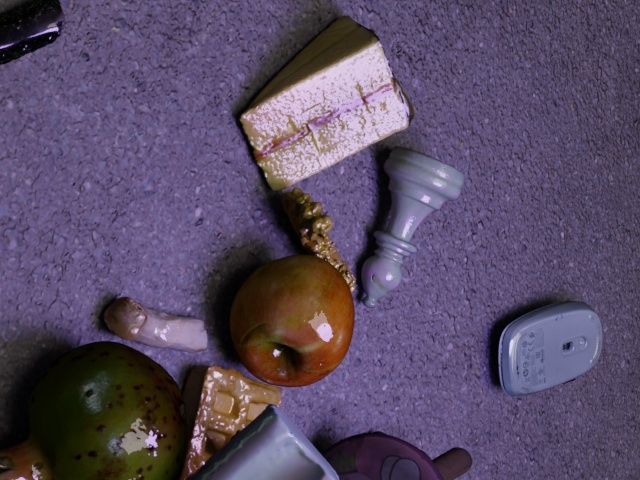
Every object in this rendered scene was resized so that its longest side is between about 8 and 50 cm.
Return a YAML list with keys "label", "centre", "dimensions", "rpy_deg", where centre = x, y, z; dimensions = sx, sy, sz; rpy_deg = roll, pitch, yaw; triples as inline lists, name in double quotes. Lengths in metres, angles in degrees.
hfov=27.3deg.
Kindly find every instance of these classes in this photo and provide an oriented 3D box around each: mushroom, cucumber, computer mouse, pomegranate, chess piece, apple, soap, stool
- label: "mushroom"
  centre: [-0.226, 0.127, 1.891]
  dimensions: [0.202, 0.054, 0.059]
  rpy_deg: [23, 77, -51]
- label: "cucumber"
  centre: [-0.422, -0.240, 1.621]
  dimensions: [0.245, 0.067, 0.067]
  rpy_deg: [-31, 117, -38]
- label: "computer mouse"
  centre: [0.439, 0.205, 2.586]
  dimensions: [0.288, 0.097, 0.160]
  rpy_deg: [-13, 107, -34]
- label: "pomegranate"
  centre: [-0.313, 0.243, 1.715]
  dimensions: [0.285, 0.231, 0.231]
  rpy_deg: [3, 94, -21]
- label: "chess piece"
  centre: [0.134, -0.012, 2.219]
  dimensions: [0.139, 0.139, 0.272]
  rpy_deg: [23, 89, -46]
- label: "apple"
  centre: [-0.039, 0.116, 1.991]
  dimensions: [0.196, 0.196, 0.196]
  rpy_deg: [-9, 102, -46]
- label: "soap"
  centre: [-0.177, 0.421, 1.744]
  dimensions: [0.446, 0.261, 0.156]
  rpy_deg: [-43, 89, -3]
- label: "stool"
  centre: [0.120, 0.441, 2.175]
  dimensions: [0.178, 0.272, 0.272]
  rpy_deg: [-4, 99, -63]

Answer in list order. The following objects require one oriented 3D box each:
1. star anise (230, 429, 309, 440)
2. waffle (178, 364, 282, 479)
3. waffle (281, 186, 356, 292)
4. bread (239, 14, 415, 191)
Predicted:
- label: "star anise"
  centre: [-0.066, 0.371, 1.967]
  dimensions: [0.212, 0.111, 0.196]
  rpy_deg: [59, 27, 3]
- label: "waffle"
  centre: [-0.158, 0.330, 1.986]
  dimensions: [0.168, 0.057, 0.274]
  rpy_deg: [22, 79, -46]
- label: "waffle"
  centre: [-0.003, 0.001, 2.050]
  dimensions: [0.051, 0.149, 0.194]
  rpy_deg: [-29, 125, -6]
- label: "bread"
  centre: [-0.011, -0.221, 2.080]
  dimensions: [0.264, 0.163, 0.168]
  rpy_deg: [-27, 120, -7]
